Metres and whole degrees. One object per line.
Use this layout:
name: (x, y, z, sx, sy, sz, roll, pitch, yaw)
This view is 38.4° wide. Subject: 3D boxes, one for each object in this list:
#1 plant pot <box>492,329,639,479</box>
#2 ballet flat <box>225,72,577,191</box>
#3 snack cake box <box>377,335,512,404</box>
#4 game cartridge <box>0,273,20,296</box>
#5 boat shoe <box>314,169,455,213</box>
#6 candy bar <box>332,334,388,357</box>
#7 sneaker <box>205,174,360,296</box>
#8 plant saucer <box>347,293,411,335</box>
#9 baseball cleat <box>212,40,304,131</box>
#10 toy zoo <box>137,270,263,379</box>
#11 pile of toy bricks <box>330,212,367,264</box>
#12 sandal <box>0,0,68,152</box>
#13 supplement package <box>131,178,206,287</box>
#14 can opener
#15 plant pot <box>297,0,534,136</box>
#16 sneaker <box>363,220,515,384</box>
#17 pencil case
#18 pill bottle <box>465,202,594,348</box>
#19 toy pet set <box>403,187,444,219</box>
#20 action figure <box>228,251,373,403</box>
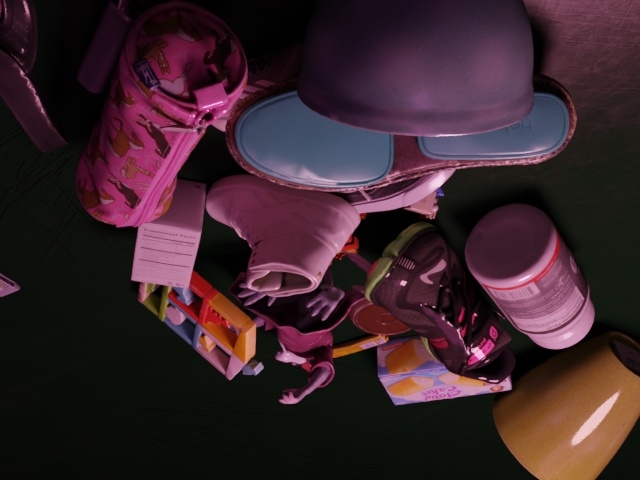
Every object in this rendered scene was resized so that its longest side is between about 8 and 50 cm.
plant pot: (0.566, 0.337, 1.952, 0.274, 0.275, 0.293, 20, 125, -26)
ballet flat: (0.107, -0.164, 1.288, 0.482, 0.182, 0.164, -5, 110, -6)
snack cake box: (0.267, 0.270, 1.975, 0.264, 0.089, 0.152, -11, 142, 15)
game cartridge: (-0.633, 0.082, 1.781, 0.056, 0.017, 0.083, -17, 141, 29)
boat shoe: (0.068, -0.114, 1.425, 0.306, 0.113, 0.105, -10, 140, 40)
candy bar: (0.073, 0.227, 1.976, 0.161, 0.018, 0.040, -21, 143, 26)
sneaker: (-0.099, -0.005, 1.452, 0.292, 0.169, 0.108, 10, 147, 36)
plant saucer: (0.134, 0.149, 1.859, 0.168, 0.029, 0.168, 0, 145, 0)
baseball cleat: (-0.109, -0.229, 1.298, 0.109, 0.072, 0.206, 33, 130, -28)
toy zoo: (-0.219, 0.146, 1.706, 0.293, 0.030, 0.192, 38, 144, 13)
pile of toy bricks: (0.000, 0.000, 1.573, 0.212, 0.118, 0.105, -12, 146, 30)
sandal: (-0.409, -0.290, 1.174, 0.107, 0.168, 0.446, -27, 151, -6)
supplement package: (-0.260, -0.013, 1.569, 0.105, 0.105, 0.179, 9, 143, -10)
can opener: (-0.267, -0.315, 1.198, 0.095, 0.076, 0.283, 42, 136, -1)
plant pot: (0.118, -0.268, 1.097, 0.292, 0.293, 0.196, 1, 118, -1)
sneaker: (0.239, 0.123, 1.641, 0.185, 0.202, 0.483, -52, 141, -2)
pencil case: (-0.233, -0.158, 1.279, 0.160, 0.167, 0.386, 32, 147, -10)
pill bottle: (0.382, 0.072, 1.636, 0.161, 0.161, 0.283, -18, 141, 24)
toy pet set: (0.148, -0.081, 1.531, 0.122, 0.065, 0.114, 15, 177, -15)
action figure: (-0.041, 0.149, 1.784, 0.275, 0.248, 0.370, -42, 157, -11)
